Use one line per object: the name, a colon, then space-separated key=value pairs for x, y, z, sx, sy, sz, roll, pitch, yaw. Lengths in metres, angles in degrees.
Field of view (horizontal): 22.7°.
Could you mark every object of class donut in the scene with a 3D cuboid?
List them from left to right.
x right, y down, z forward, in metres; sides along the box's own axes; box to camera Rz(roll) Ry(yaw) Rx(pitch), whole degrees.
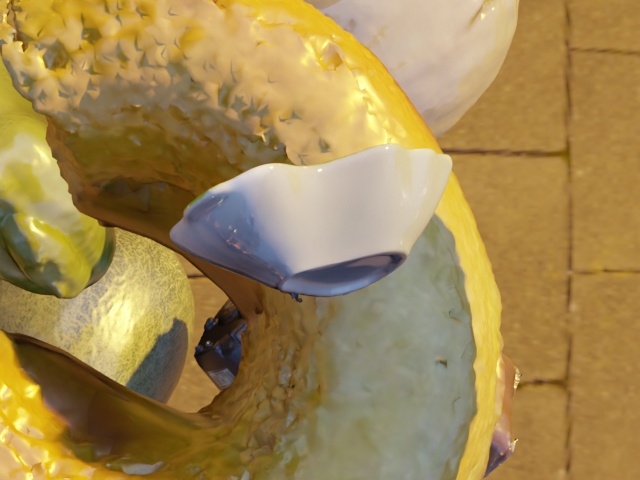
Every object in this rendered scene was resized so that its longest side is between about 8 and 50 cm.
donut: x=-0.075 y=0.051 z=0.897 sx=0.377 sy=0.163 sz=0.435 roll=23 pitch=84 yaw=5

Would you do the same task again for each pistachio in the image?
pistachio: x=0.018 y=-0.146 z=1.288 sx=0.331 sy=0.226 sz=0.208 roll=-30 pitch=102 yaw=11

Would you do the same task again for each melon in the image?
melon: x=-0.264 y=0.109 z=1.723 sx=0.248 sy=0.248 sz=0.329 roll=42 pitch=35 yaw=-22

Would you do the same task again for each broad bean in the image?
broad bean: x=-0.251 y=-0.059 z=1.273 sx=0.119 sy=0.291 sz=0.238 roll=-38 pitch=109 yaw=0

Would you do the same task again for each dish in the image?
dish: x=0.000 y=0.000 z=0.640 sx=0.137 sy=0.091 sz=0.039 roll=-2 pitch=63 yaw=-54

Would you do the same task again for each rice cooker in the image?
rice cooker: x=-0.044 y=0.096 z=1.618 sx=0.118 sy=0.142 sz=0.203 roll=46 pitch=52 yaw=-15

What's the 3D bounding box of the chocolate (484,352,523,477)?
chocolate: x=0.108 y=0.201 z=1.664 sx=0.093 sy=0.214 sz=0.148 roll=41 pitch=33 yaw=-17
